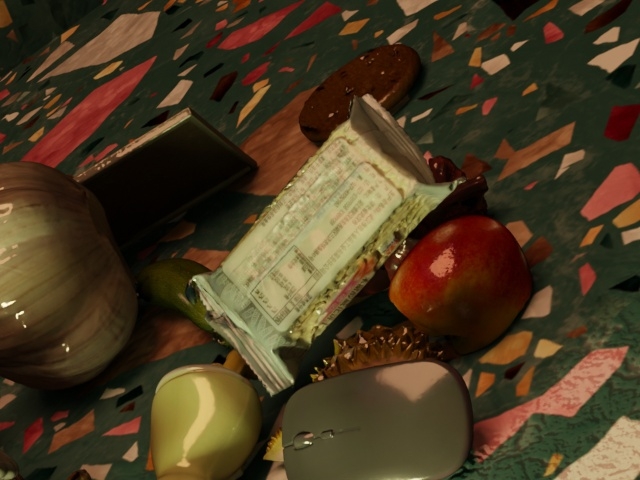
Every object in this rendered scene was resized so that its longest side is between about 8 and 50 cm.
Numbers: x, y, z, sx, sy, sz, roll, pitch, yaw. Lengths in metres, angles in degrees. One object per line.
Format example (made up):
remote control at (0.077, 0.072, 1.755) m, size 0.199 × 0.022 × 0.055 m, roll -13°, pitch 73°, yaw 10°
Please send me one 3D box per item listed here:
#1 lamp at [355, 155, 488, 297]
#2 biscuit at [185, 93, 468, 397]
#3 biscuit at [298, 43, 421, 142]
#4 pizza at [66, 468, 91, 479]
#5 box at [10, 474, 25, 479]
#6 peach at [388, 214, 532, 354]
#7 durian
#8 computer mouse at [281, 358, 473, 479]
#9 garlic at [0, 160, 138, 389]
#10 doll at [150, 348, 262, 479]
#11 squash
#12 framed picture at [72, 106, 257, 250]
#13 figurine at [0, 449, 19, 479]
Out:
lamp at (0.062, -0.010, 1.821) m, size 0.223 × 0.151 × 0.215 m, roll 19°, pitch 46°, yaw 22°
biscuit at (-0.003, -0.003, 1.703) m, size 0.309 × 0.079 × 0.186 m, roll -51°, pitch 57°, yaw 7°
biscuit at (0.059, -0.213, 2.288) m, size 0.212 × 0.036 × 0.212 m, roll -29°, pitch 27°, yaw 16°
pizza at (-0.304, 0.326, 1.760) m, size 0.185 × 0.036 × 0.176 m, roll -54°, pitch 8°, yaw -28°
box at (-0.457, 0.290, 1.888) m, size 0.148 × 0.195 × 0.177 m, roll -41°, pitch 24°, yaw -11°
peach at (0.152, 0.041, 1.643) m, size 0.151 × 0.151 × 0.118 m, roll -90°, pitch 12°, yaw -59°
durian at (0.021, 0.151, 1.643) m, size 0.224 × 0.078 × 0.140 m, roll -35°, pitch 24°, yaw 1°
computer mouse at (0.047, 0.185, 1.530) m, size 0.232 × 0.057 × 0.120 m, roll -15°, pitch 71°, yaw 38°
garlic at (-0.386, 0.055, 2.095) m, size 0.259 × 0.317 × 0.317 m, roll -27°, pitch 26°, yaw 7°
doll at (-0.131, 0.240, 1.666) m, size 0.141 × 0.117 × 0.296 m, roll -27°, pitch 39°, yaw 36°
squash at (-0.174, 0.067, 2.063) m, size 0.071 × 0.080 × 0.318 m, roll -5°, pitch 12°, yaw -27°
framed picture at (-0.258, -0.076, 2.291) m, size 0.289 × 0.213 × 0.016 m, roll -31°, pitch 61°, yaw 13°
figurine at (-0.448, 0.393, 1.693) m, size 0.387 × 0.166 × 0.207 m, roll -63°, pitch 4°, yaw -3°
